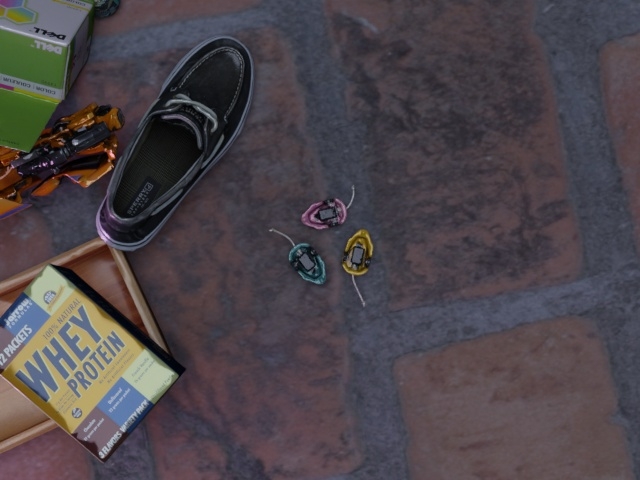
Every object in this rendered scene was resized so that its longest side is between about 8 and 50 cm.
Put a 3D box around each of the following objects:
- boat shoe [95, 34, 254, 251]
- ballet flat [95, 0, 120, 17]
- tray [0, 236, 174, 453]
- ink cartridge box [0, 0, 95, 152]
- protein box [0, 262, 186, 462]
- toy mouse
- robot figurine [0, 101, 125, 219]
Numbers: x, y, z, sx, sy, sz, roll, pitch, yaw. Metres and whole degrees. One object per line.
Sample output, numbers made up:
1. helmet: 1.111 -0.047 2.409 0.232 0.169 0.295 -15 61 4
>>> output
1. boat shoe: -0.174 -0.134 1.723 0.121 0.119 0.335 29 70 -7
2. ballet flat: -0.358 -0.353 1.777 0.188 0.070 0.070 16 87 -2
3. tray: -0.416 0.166 1.748 0.410 0.076 0.203 -25 89 -5
4. ink cartridge box: -0.409 -0.232 1.674 0.188 0.255 0.097 15 125 -3
5. protein box: -0.286 0.145 1.620 0.201 0.200 0.136 41 85 -1
6. toy mouse: 0.000 0.000 1.799 0.143 0.031 0.161 8 87 -3
7. robot figurine: -0.378 -0.087 1.706 0.291 0.211 0.085 -25 107 1
